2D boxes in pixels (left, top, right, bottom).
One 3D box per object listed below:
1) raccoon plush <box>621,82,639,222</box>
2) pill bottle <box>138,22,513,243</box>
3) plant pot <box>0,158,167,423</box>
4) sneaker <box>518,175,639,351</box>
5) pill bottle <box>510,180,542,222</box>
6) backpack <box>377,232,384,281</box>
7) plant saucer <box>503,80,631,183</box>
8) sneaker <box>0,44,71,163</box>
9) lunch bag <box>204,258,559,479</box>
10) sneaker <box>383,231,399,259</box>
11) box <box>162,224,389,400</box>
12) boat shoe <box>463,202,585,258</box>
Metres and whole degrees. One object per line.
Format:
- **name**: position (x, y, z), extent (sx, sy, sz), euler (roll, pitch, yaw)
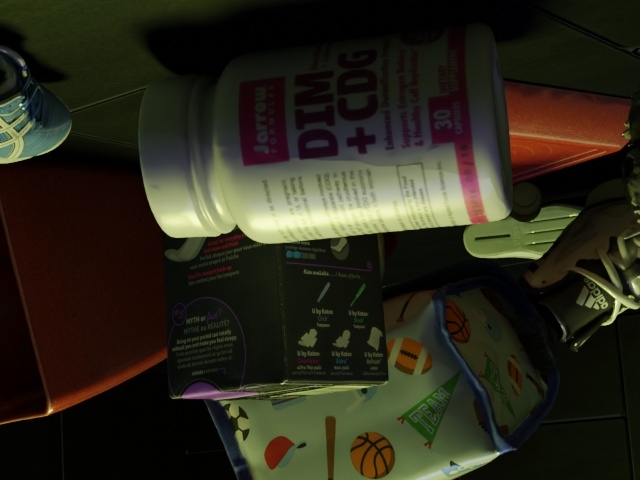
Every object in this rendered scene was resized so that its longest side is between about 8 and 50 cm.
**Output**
- **raccoon plush**: position (0.436, -0.015, 1.044), extent (0.299, 0.446, 0.216), euler (4, 136, -39)
- **pill bottle**: position (0.007, -0.081, 1.095), extent (0.283, 0.160, 0.160), euler (-6, 170, 12)
- **plant pot**: position (-0.283, 0.049, 1.516), extent (0.236, 0.267, 0.267), euler (-12, 176, -36)
- **sneaker**: position (0.397, 0.028, 1.525), extent (0.257, 0.169, 0.447), euler (-43, -170, -26)
- **pill bottle**: position (0.258, -0.050, 1.697), extent (0.043, 0.043, 0.083), euler (-5, 170, 7)
- **backpack**: position (0.000, 0.000, 1.535), extent (0.145, 0.165, 0.188), euler (-7, 174, 4)
- **plant saucer**: position (0.164, -0.099, 1.381), extent (0.259, 0.047, 0.259), euler (3, 169, -34)
- **sneaker**: position (-0.258, -0.110, 1.064), extent (0.081, 0.080, 0.211), euler (-5, 172, 24)
- **lunch bag**: position (0.095, 0.176, 1.623), extent (0.328, 0.238, 0.385), euler (-23, 174, 22)
- **sneaker**: position (0.004, 0.001, 1.878), extent (0.221, 0.087, 0.128), euler (-8, -172, 10)
- **box**: position (-0.048, 0.012, 1.284), extent (0.165, 0.270, 0.143), euler (-13, 167, 42)
- **boat shoe**: position (0.313, -0.014, 1.876), extent (0.226, 0.083, 0.076), euler (3, -172, 36)
